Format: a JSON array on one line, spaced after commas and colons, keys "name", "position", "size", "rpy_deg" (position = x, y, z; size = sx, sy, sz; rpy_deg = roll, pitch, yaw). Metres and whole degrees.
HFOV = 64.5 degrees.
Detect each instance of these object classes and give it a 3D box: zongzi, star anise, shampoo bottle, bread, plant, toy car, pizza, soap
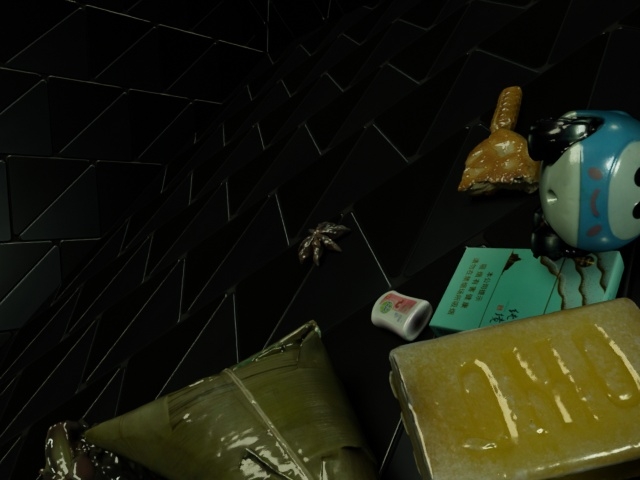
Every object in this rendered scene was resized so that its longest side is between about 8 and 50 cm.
[{"name": "zongzi", "position": [-0.099, 0.325, 0.624], "size": [0.419, 0.181, 0.447], "rpy_deg": [-17, 30, -10]}, {"name": "star anise", "position": [-0.002, 0.000, 1.155], "size": [0.141, 0.042, 0.141], "rpy_deg": [-29, 31, 20]}, {"name": "shampoo bottle", "position": [0.130, 0.121, 0.847], "size": [0.072, 0.043, 0.099], "rpy_deg": [-49, 32, -16]}, {"name": "bread", "position": [0.398, -0.275, 1.082], "size": [0.052, 0.044, 0.157], "rpy_deg": [-17, 36, 44]}, {"name": "plant", "position": [-0.394, 0.417, 0.853], "size": [0.178, 0.234, 0.204], "rpy_deg": [-44, 36, 2]}, {"name": "toy car", "position": [0.382, -0.083, 0.686], "size": [0.190, 0.188, 0.255], "rpy_deg": [0, 15, 25]}, {"name": "pizza", "position": [0.333, -0.129, 0.953], "size": [0.161, 0.062, 0.182], "rpy_deg": [-28, 37, 7]}, {"name": "soap", "position": [0.225, 0.168, 0.523], "size": [0.275, 0.089, 0.173], "rpy_deg": [-12, 45, -3]}]

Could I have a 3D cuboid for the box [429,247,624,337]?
[{"name": "box", "position": [0.289, 0.081, 0.728], "size": [0.229, 0.041, 0.162], "rpy_deg": [2, 49, 47]}]
